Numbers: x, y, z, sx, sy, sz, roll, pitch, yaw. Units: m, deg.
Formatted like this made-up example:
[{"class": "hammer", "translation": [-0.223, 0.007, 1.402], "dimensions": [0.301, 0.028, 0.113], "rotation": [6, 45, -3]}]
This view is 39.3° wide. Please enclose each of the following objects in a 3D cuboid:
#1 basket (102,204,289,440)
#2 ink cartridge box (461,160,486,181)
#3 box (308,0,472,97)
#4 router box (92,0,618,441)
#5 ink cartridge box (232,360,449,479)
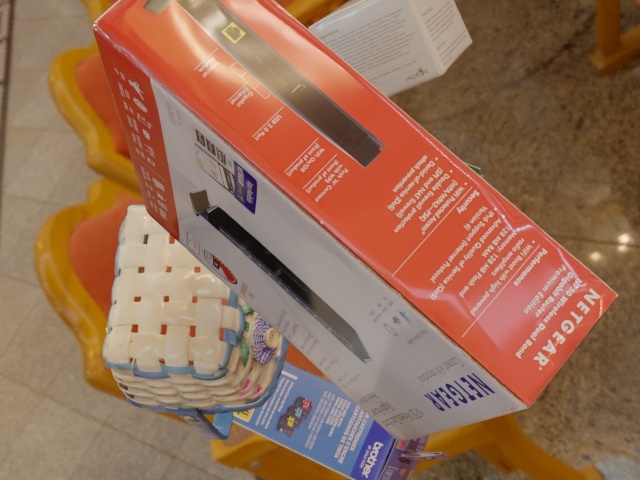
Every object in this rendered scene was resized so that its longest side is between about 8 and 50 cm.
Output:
[{"class": "basket", "translation": [-0.132, 0.093, 1.038], "dimensions": [0.201, 0.289, 0.254], "rotation": [2, 73, 4]}, {"class": "ink cartridge box", "translation": [0.228, -0.099, 1.568], "dimensions": [0.109, 0.209, 0.062], "rotation": [25, 90, 16]}, {"class": "box", "translation": [0.065, -0.184, 0.803], "dimensions": [0.102, 0.087, 0.101], "rotation": [-17, 19, 32]}, {"class": "router box", "translation": [0.000, 0.000, 0.617], "dimensions": [0.301, 0.335, 0.082], "rotation": [42, 74, 6]}, {"class": "ink cartridge box", "translation": [0.042, 0.362, 1.712], "dimensions": [0.396, 0.270, 0.151], "rotation": [23, 81, 22]}]
